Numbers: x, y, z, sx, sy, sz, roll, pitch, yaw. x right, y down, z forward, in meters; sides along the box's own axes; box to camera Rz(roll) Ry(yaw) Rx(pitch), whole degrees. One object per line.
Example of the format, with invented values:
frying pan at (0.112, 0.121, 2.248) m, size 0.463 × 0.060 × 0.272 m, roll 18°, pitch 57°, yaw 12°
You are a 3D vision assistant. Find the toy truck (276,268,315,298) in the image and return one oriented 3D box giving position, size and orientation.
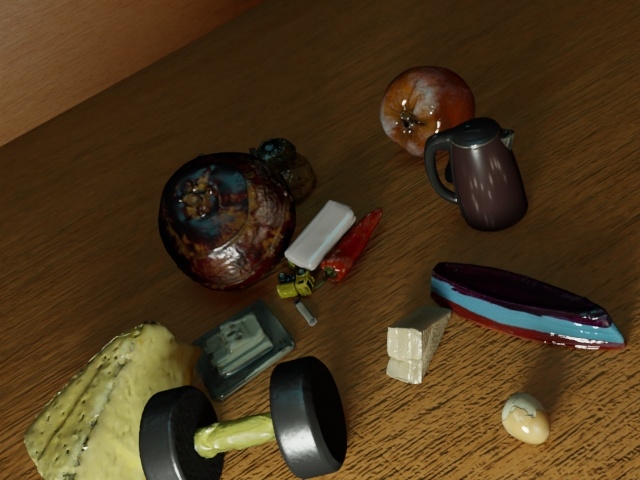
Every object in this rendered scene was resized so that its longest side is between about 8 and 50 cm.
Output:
toy truck at (-0.055, 0.101, 1.569) m, size 0.083 × 0.049 × 0.054 m, roll -11°, pitch 40°, yaw 20°

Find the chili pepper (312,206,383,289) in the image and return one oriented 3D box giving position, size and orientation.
chili pepper at (0.064, 0.022, 1.582) m, size 0.071 × 0.063 × 0.272 m, roll 2°, pitch 43°, yaw 47°

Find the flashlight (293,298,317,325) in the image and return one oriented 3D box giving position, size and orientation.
flashlight at (-0.035, 0.157, 1.514) m, size 0.018 × 0.018 × 0.083 m, roll -33°, pitch 38°, yaw -9°

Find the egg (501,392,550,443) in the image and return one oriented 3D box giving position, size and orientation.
egg at (0.332, 0.288, 1.104) m, size 0.071 × 0.071 × 0.083 m, roll -36°, pitch 41°, yaw -14°

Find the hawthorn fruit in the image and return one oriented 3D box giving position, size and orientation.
hawthorn fruit at (0.288, -0.340, 1.754) m, size 0.263 × 0.231 × 0.235 m, roll -35°, pitch 48°, yaw -4°

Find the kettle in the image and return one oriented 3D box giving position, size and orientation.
kettle at (0.336, -0.152, 1.497) m, size 0.202 × 0.232 × 0.144 m, roll -2°, pitch 42°, yaw 29°

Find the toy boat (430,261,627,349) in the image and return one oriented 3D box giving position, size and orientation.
toy boat at (0.375, 0.115, 1.292) m, size 0.392 × 0.079 × 0.136 m, roll 17°, pitch 55°, yaw 45°

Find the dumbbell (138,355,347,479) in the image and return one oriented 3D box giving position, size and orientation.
dumbbell at (-0.132, 0.333, 1.207) m, size 0.322 × 0.204 × 0.204 m, roll -16°, pitch 38°, yaw 13°

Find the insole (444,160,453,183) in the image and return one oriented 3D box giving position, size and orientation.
insole at (0.372, -0.218, 1.746) m, size 0.080 × 0.003 × 0.232 m, roll 5°, pitch 46°, yaw 34°

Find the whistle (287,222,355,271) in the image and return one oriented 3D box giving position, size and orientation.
whistle at (0.000, 0.000, 1.651) m, size 0.198 × 0.057 × 0.104 m, roll -38°, pitch 38°, yaw -17°

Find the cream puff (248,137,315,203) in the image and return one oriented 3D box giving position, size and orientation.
cream puff at (-0.121, -0.197, 1.867) m, size 0.183 × 0.169 × 0.183 m, roll -15°, pitch 39°, yaw 13°

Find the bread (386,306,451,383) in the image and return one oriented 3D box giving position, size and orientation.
bread at (0.194, 0.197, 1.332) m, size 0.077 × 0.105 × 0.152 m, roll 7°, pitch 16°, yaw 36°

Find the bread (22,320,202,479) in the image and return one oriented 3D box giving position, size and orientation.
bread at (-0.343, 0.348, 1.276) m, size 0.315 × 0.248 × 0.279 m, roll -42°, pitch 43°, yaw -1°

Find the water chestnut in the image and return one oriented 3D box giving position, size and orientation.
water chestnut at (-0.218, -0.049, 1.671) m, size 0.350 × 0.302 × 0.350 m, roll -2°, pitch 76°, yaw 9°

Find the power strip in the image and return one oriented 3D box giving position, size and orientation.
power strip at (-0.183, 0.219, 1.488) m, size 0.213 × 0.064 × 0.198 m, roll -34°, pitch 39°, yaw -12°

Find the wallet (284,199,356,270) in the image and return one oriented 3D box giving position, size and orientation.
wallet at (0.003, -0.015, 1.610) m, size 0.095 × 0.033 × 0.190 m, roll 30°, pitch 70°, yaw 35°
